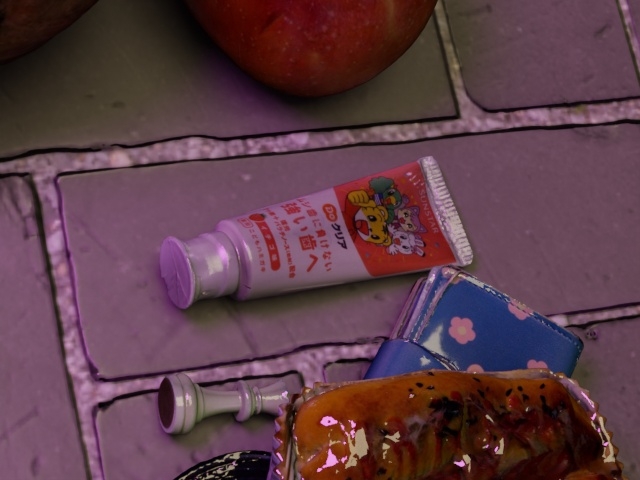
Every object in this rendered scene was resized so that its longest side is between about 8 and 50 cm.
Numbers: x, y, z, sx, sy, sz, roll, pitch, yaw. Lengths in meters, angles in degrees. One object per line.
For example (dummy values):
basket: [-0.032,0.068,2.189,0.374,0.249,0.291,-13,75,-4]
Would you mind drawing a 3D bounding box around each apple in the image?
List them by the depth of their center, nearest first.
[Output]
apple: [-0.013,-0.201,1.113,0.201,0.162,0.201,6,60,-10]

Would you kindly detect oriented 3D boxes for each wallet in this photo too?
wallet: [0.092,0.128,1.085,0.141,0.059,0.202,29,66,-6]

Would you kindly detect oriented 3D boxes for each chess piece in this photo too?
chess piece: [-0.062,0.111,1.054,0.093,0.042,0.042,1,72,-25]

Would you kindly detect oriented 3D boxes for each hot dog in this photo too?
hot dog: [0.089,0.159,0.993,0.270,0.082,0.163,-1,74,-25]

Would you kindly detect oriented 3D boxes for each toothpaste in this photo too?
toothpaste: [0.000,0.000,1.107,0.234,0.057,0.089,-13,75,-30]

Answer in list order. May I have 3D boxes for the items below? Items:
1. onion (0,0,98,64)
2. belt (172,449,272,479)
onion: [-0.261,-0.267,0.971,0.353,0.353,0.354,6,70,-16]
belt: [-0.070,0.228,0.988,0.151,0.078,0.198,38,66,-5]
